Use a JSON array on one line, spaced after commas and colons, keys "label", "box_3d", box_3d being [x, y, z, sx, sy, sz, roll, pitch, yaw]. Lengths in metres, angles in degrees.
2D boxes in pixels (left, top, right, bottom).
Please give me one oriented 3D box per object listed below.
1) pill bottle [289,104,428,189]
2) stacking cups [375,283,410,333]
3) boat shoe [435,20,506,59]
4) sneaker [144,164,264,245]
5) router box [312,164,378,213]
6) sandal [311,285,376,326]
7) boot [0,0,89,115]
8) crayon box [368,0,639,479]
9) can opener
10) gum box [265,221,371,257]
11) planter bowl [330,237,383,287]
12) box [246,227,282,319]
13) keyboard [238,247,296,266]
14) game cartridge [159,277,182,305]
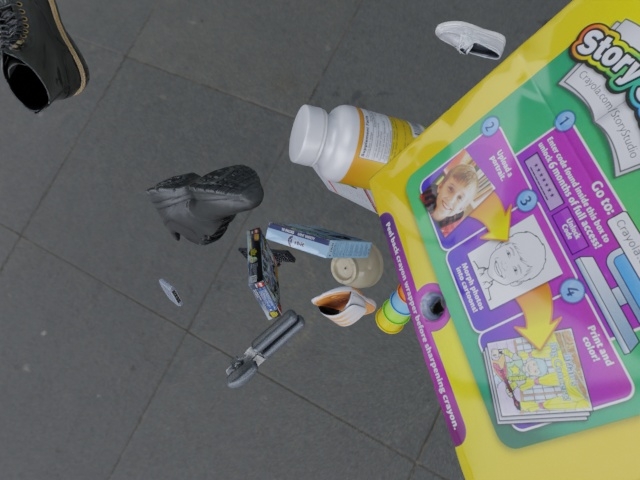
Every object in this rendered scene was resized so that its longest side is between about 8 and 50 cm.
[{"label": "pill bottle", "box_3d": [0.076, -0.162, 0.903, 0.246, 0.136, 0.136, 10, 77, -19]}, {"label": "stacking cups", "box_3d": [0.252, 0.161, 1.464, 0.096, 0.316, 0.095, 8, 53, -10]}, {"label": "boat shoe", "box_3d": [0.389, -0.517, 1.322, 0.184, 0.066, 0.063, 16, 75, -4]}, {"label": "sneaker", "box_3d": [-0.190, -0.055, 0.880, 0.287, 0.109, 0.130, 2, 117, 47]}, {"label": "router box", "box_3d": [0.127, -0.230, 1.923, 0.301, 0.335, 0.082, 29, 83, 23]}, {"label": "sandal", "box_3d": [0.082, 0.182, 1.308, 0.102, 0.265, 0.076, -28, 61, 24]}, {"label": "boot", "box_3d": [-0.345, -0.246, 0.567, 0.077, 0.197, 0.137, -27, 30, 8]}, {"label": "crayon box", "box_3d": [0.222, 0.010, 0.445, 0.313, 0.106, 0.362, -39, 53, 39]}, {"label": "can opener", "box_3d": [-0.156, 0.316, 1.449, 0.280, 0.074, 0.093, -45, 39, 4]}, {"label": "gum box", "box_3d": [0.000, 0.000, 1.099, 0.157, 0.184, 0.041, 18, 97, 31]}, {"label": "planter bowl", "box_3d": [0.102, 0.079, 1.585, 0.162, 0.109, 0.161, 8, 104, 37]}, {"label": "box", "box_3d": [-0.097, 0.056, 0.874, 0.027, 0.093, 0.137, -17, 42, 5]}, {"label": "keyboard", "box_3d": [-0.166, 0.061, 1.599, 0.192, 0.100, 0.038, 3, 64, 30]}, {"label": "game cartridge", "box_3d": [-0.397, 0.136, 1.335, 0.056, 0.083, 0.017, 26, 57, 29]}]
